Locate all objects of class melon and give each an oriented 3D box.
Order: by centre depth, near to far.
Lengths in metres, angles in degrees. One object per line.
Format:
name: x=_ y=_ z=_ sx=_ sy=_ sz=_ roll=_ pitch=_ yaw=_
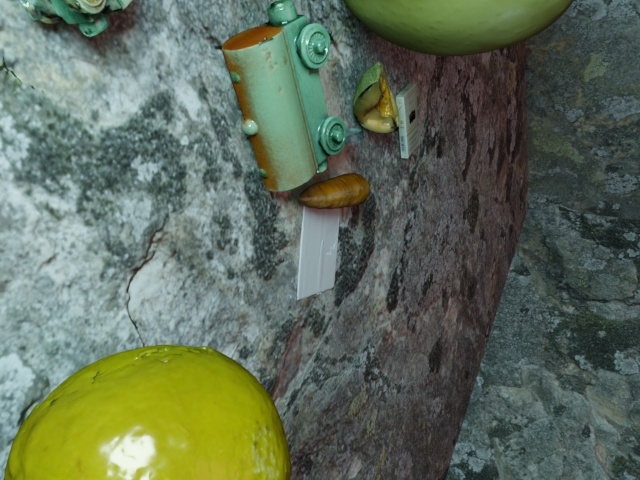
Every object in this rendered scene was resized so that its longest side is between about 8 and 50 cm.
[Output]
melon: x=0.111 y=-0.304 z=1.194 sx=0.160 sy=0.079 sz=0.128 roll=48 pitch=38 yaw=-55

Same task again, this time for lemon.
lemon: x=-0.178 y=0.250 z=0.610 sx=0.297 sy=0.297 sz=0.296 roll=-27 pitch=122 yaw=-56

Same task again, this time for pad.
pad: x=0.000 y=0.000 z=1.147 sx=0.156 sy=0.004 sz=0.231 roll=-10 pitch=107 yaw=-60

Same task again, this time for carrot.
carrot: x=0.018 y=-0.091 z=1.081 sx=0.205 sy=0.072 sz=0.072 roll=-16 pitch=112 yaw=-56

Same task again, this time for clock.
clock: x=0.041 y=-0.198 z=1.078 sx=0.085 sy=0.085 sz=0.017 roll=-38 pitch=125 yaw=-52

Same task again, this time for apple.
apple: x=0.239 y=-0.546 z=0.979 sx=0.474 sy=0.474 sz=0.473 roll=-27 pitch=122 yaw=-56

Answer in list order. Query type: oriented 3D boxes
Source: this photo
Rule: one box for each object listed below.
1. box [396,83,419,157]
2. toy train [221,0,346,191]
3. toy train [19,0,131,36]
box: x=0.225 y=-0.305 z=1.446 sx=0.090 sy=0.024 sz=0.166 roll=-49 pitch=139 yaw=-45
toy train: x=-0.058 y=-0.213 z=0.883 sx=0.177 sy=0.116 sz=0.285 roll=-42 pitch=136 yaw=-32
toy train: x=-0.252 y=-0.294 z=0.524 sx=0.194 sy=0.081 sz=0.125 roll=63 pitch=34 yaw=-44
